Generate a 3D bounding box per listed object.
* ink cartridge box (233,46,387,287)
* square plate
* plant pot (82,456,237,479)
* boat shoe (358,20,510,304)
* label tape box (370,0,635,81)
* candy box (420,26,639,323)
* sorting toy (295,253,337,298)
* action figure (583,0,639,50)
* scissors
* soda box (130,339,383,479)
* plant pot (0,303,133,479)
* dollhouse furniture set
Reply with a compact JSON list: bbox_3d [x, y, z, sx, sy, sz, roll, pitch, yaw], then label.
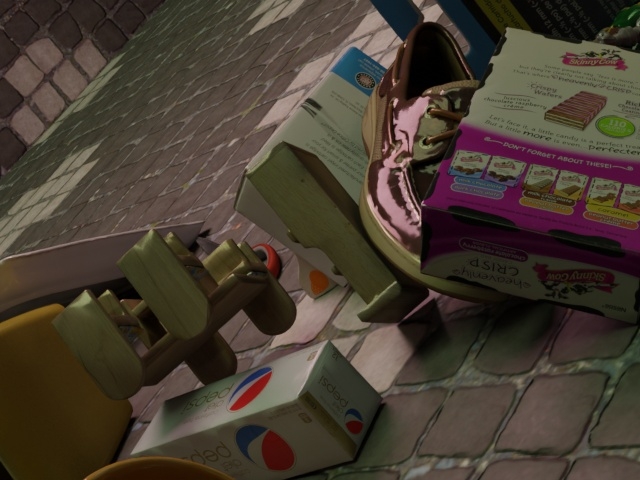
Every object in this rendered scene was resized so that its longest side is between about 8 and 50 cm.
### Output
[{"bbox_3d":[0.028,-0.072,1.342,0.191,0.139,0.082,-51,-6,-29],"label":"ink cartridge box"},{"bbox_3d":[-0.361,0.073,1.751,0.347,0.049,0.344,-26,-8,35],"label":"square plate"},{"bbox_3d":[-0.121,0.270,0.871,0.188,0.205,0.205,-47,13,35],"label":"plant pot"},{"bbox_3d":[0.106,-0.080,1.172,0.342,0.123,0.123,-93,19,-57],"label":"boat shoe"},{"bbox_3d":[0.218,-0.305,1.336,0.347,0.249,0.115,-35,21,20],"label":"label tape box"},{"bbox_3d":[0.180,-0.055,1.024,0.159,0.071,0.233,13,45,16],"label":"candy box"},{"bbox_3d":[0.000,0.000,1.370,0.045,0.075,0.083,-18,30,50],"label":"sorting toy"},{"bbox_3d":[0.249,-0.157,1.258,0.232,0.063,0.137,-46,16,-22],"label":"action figure"},{"bbox_3d":[-0.099,0.018,1.618,0.109,0.021,0.297,-42,18,8],"label":"scissors"},{"bbox_3d":[-0.056,0.154,1.146,0.216,0.074,0.069,-24,25,41],"label":"soda box"},{"bbox_3d":[-0.323,0.184,1.431,0.212,0.212,0.187,-23,14,43],"label":"plant pot"},{"bbox_3d":[-0.057,0.060,1.183,0.242,0.161,0.212,-42,-14,11],"label":"dollhouse furniture set"}]
